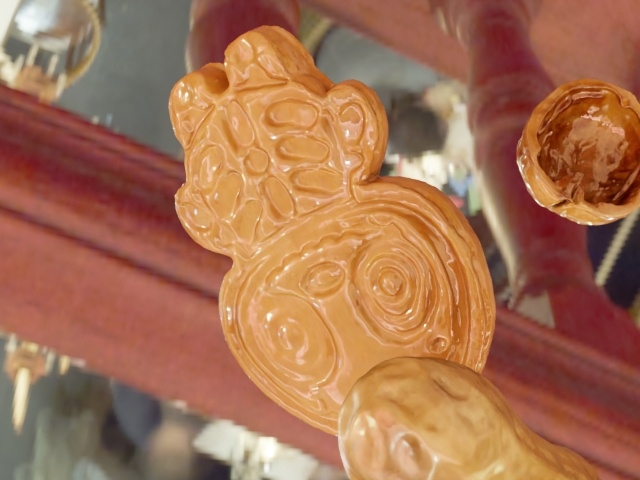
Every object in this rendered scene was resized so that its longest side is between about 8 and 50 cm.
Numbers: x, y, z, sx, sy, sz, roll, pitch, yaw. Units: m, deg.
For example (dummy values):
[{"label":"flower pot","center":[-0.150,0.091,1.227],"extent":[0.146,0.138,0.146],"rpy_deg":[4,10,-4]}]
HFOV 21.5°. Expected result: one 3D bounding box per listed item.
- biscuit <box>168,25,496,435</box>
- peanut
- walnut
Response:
[{"label":"biscuit","center":[0.000,0.000,1.114],"extent":[0.202,0.044,0.289],"rpy_deg":[-24,94,33]},{"label":"peanut","center":[0.093,0.137,0.964],"extent":[0.098,0.103,0.229],"rpy_deg":[-34,130,21]},{"label":"walnut","center":[0.308,-0.092,1.990],"extent":[0.167,0.211,0.087],"rpy_deg":[40,142,2]}]
